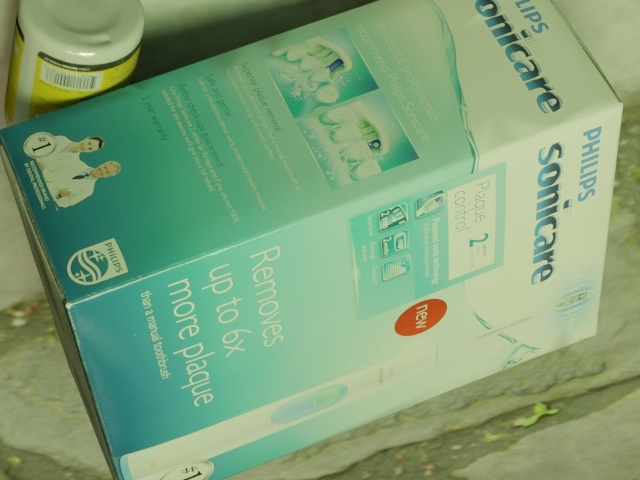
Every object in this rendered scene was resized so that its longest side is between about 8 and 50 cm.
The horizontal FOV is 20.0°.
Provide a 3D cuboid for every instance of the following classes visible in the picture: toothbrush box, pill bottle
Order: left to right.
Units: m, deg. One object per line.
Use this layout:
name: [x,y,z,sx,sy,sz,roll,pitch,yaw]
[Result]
pill bottle: [-0.132,-0.082,0.952,0.065,0.065,0.116,3,142,-15]
toothbrush box: [0.000,0.000,0.981,0.296,0.126,0.216,-20,145,-12]
